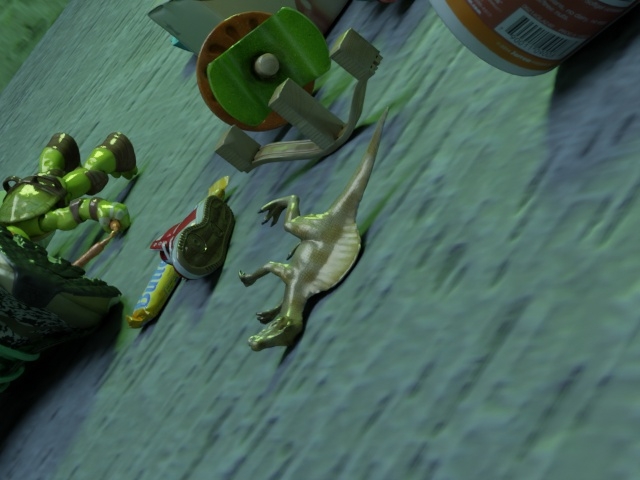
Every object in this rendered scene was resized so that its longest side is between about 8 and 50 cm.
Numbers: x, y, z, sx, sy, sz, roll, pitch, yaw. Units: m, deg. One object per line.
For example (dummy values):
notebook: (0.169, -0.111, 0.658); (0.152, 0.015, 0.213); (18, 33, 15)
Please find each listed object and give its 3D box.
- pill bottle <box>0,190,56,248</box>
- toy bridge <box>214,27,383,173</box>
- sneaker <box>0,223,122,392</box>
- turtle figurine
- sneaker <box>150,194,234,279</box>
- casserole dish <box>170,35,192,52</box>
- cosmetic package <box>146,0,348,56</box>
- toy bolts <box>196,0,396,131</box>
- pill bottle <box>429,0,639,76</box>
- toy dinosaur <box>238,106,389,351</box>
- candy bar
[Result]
pill bottle: (-0.367, 0.043, 2.091); (0.108, 0.108, 0.193); (-27, 28, 56)
toy bridge: (-0.010, -0.094, 1.475); (0.188, 0.063, 0.026); (-35, 22, 49)
sneaker: (-0.302, 0.100, 1.771); (0.182, 0.158, 0.410); (-67, 13, -16)
turtle figurine: (-0.295, -0.035, 1.997); (0.269, 0.087, 0.217); (-14, 26, 31)
sneaker: (-0.110, 0.013, 1.559); (0.067, 0.042, 0.118); (-40, 12, 25)
casserole dish: (-0.100, -0.280, 2.196); (0.188, 0.037, 0.114); (-42, 18, 32)
cosmetic package: (-0.014, -0.296, 1.819); (0.296, 0.129, 0.153); (-54, 17, -12)
toy bolts: (-0.034, -0.226, 1.636); (0.228, 0.218, 0.158); (-35, 8, -7)
pill bottle: (0.165, -0.198, 1.112); (0.216, 0.121, 0.121); (-38, 21, 39)
toy dinosaur: (0.000, 0.000, 1.298); (0.092, 0.053, 0.183); (9, 68, 55)
candy bar: (-0.119, 0.011, 1.635); (0.040, 0.018, 0.161); (-29, 26, 54)
